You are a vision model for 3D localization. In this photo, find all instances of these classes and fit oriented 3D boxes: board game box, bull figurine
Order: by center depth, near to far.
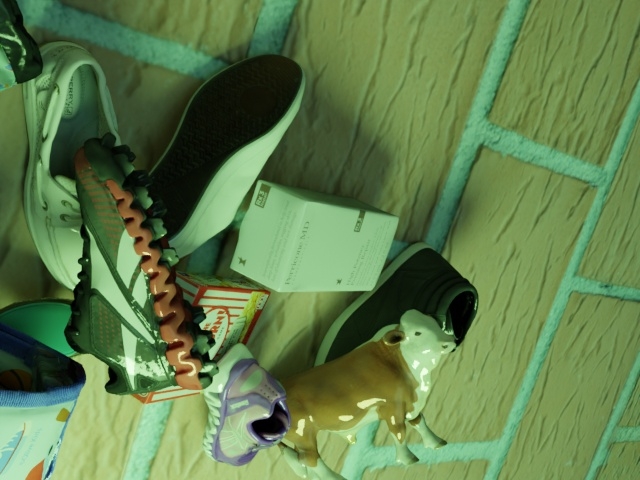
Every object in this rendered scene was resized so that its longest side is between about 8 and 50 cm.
[{"bbox_3d":[-0.146,0.114,0.893,0.146,0.045,0.193,-65,159,4],"label":"board game box"},{"bbox_3d":[0.062,0.222,1.016,0.101,0.311,0.188,0,67,-67],"label":"bull figurine"}]

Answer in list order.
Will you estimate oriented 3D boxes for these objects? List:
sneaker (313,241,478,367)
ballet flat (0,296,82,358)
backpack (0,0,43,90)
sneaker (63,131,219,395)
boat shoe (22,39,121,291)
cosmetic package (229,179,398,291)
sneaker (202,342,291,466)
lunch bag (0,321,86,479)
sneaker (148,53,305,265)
[{"bbox_3d":[0.114,0.143,1.089,0.295,0.147,0.104,-50,132,-7],"label":"sneaker"},{"bbox_3d":[-0.274,0.096,0.828,0.206,0.067,0.073,0,84,-38],"label":"ballet flat"},{"bbox_3d":[-0.348,-0.171,0.629,0.182,0.115,0.151,-30,127,-20],"label":"backpack"},{"bbox_3d":[-0.197,0.038,0.716,0.135,0.097,0.276,-17,112,-4],"label":"sneaker"},{"bbox_3d":[-0.249,-0.059,0.762,0.098,0.096,0.276,-17,119,-32],"label":"boat shoe"},{"bbox_3d":[0.000,0.000,0.943,0.231,0.086,0.117,3,108,-58],"label":"cosmetic package"},{"bbox_3d":[-0.090,0.240,0.968,0.095,0.105,0.236,-48,157,-37],"label":"sneaker"},{"bbox_3d":[-0.443,0.206,0.641,0.386,0.239,0.327,20,98,-31],"label":"lunch bag"},{"bbox_3d":[-0.121,-0.094,0.865,0.290,0.106,0.123,-52,168,-18],"label":"sneaker"}]
